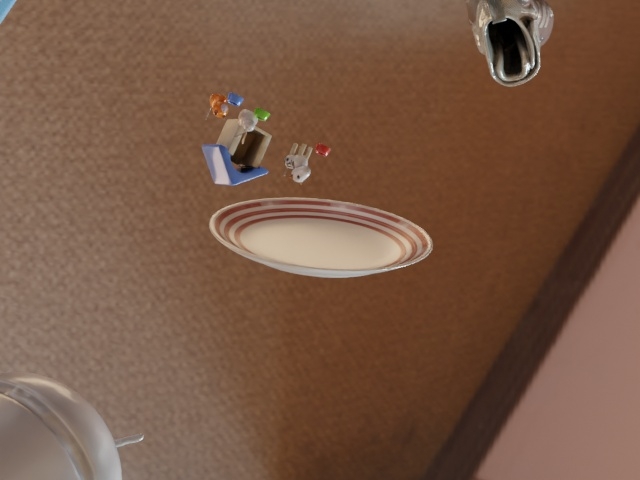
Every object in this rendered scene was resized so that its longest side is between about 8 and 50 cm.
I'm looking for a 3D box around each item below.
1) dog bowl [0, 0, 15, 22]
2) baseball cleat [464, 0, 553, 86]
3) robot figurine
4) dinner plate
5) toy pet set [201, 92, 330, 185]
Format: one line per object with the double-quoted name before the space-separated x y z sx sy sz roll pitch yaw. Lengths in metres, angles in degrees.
"dog bowl" -0.263 -0.226 0.927 0.074 0.166 0.297 41 69 -31
"baseball cleat" 0.158 -0.172 1.039 0.206 0.072 0.109 22 56 -66
"robot figurine" -0.323 0.248 1.123 0.353 0.300 0.199 -33 139 -50
"dinner plate" 0.000 0.000 0.775 0.141 0.141 0.017 -15 116 -44
"toy pet set" -0.074 -0.087 1.199 0.122 0.114 0.065 28 80 -29
